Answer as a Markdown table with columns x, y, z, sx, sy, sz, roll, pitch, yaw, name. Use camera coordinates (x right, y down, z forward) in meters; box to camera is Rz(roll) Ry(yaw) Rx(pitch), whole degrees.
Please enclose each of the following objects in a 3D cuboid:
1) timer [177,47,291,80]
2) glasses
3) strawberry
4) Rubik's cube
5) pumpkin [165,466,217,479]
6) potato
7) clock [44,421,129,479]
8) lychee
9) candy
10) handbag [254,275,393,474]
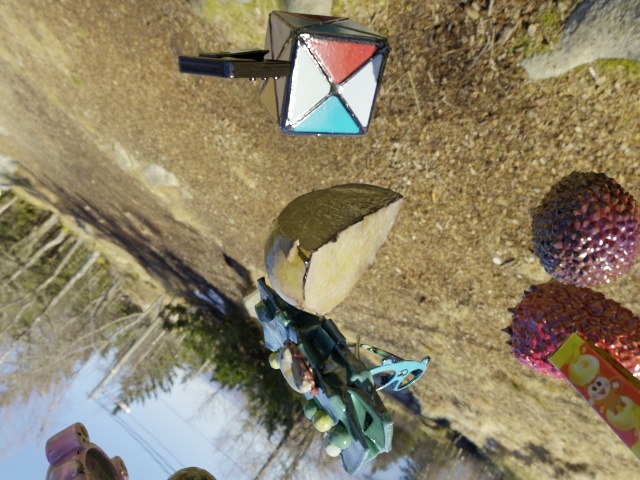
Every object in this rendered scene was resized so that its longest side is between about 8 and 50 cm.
| x | y | z | sx | sy | sz | roll | pitch | yaw | name |
| --- | --- | --- | --- | --- | --- | --- | --- | --- | --- |
| -0.161 | -0.340 | 0.864 | 0.143 | 0.187 | 0.055 | 16 | 117 | 29 | timer |
| 0.119 | 0.284 | 1.037 | 0.238 | 0.103 | 0.206 | 14 | 177 | -42 | glasses |
| 0.661 | 0.261 | 1.150 | 0.292 | 0.292 | 0.343 | 51 | 176 | -26 | strawberry |
| -0.004 | -0.423 | 1.147 | 0.246 | 0.249 | 0.249 | -120 | 33 | -47 | Rubik's cube |
| -0.276 | 0.540 | 0.857 | 0.152 | 0.211 | 0.211 | 49 | 158 | 4 | pumpkin |
| 0.000 | 0.000 | 0.445 | 0.089 | 0.172 | 0.101 | 25 | 127 | 24 | potato |
| -0.485 | 0.536 | 0.946 | 0.248 | 0.090 | 0.228 | 44 | 160 | 50 | clock |
| 0.459 | -0.026 | 0.777 | 0.188 | 0.188 | 0.188 | 33 | 157 | 16 | lychee |
| 0.589 | 0.311 | 0.871 | 0.146 | 0.088 | 0.276 | 27 | -161 | -22 | candy |
| -0.006 | 0.201 | 0.664 | 0.269 | 0.100 | 0.274 | 55 | 165 | 27 | handbag |
